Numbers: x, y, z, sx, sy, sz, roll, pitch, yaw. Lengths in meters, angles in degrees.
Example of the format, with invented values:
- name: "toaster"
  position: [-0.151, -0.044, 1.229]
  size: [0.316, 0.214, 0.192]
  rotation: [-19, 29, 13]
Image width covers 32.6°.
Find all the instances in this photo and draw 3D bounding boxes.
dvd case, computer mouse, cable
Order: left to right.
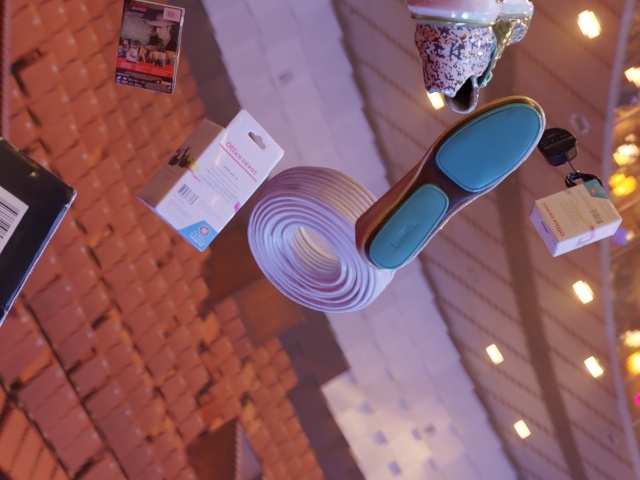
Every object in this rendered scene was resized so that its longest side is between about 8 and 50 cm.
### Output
- name: "dvd case"
  position: [-0.237, -0.269, 1.515]
  size: [0.013, 0.087, 0.119]
  rotation: [-59, 160, -71]
- name: "cable"
  position: [0.000, 0.000, 1.763]
  size: [0.257, 0.089, 0.257]
  rotation: [17, -45, 28]
- name: "computer mouse"
  position: [0.473, -0.142, 2.067]
  size: [0.242, 0.071, 0.041]
  rotation: [-108, 176, -54]

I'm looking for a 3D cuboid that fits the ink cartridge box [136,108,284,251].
- name: "ink cartridge box"
  position: [-0.148, -0.090, 1.494]
  size: [0.104, 0.181, 0.061]
  rotation: [46, -9, -37]

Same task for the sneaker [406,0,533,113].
- name: "sneaker"
  position: [0.209, -0.282, 1.618]
  size: [0.410, 0.158, 0.182]
  rotation: [-17, 117, -67]

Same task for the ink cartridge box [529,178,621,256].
- name: "ink cartridge box"
  position: [0.423, -0.038, 1.825]
  size: [0.052, 0.122, 0.088]
  rotation: [96, -28, -60]

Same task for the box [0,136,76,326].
- name: "box"
  position: [-0.658, 0.015, 1.928]
  size: [0.212, 0.293, 0.395]
  rotation: [38, -32, -25]

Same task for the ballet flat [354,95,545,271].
- name: "ballet flat"
  position: [0.132, -0.069, 1.178]
  size: [0.086, 0.248, 0.086]
  rotation: [47, 10, -11]
